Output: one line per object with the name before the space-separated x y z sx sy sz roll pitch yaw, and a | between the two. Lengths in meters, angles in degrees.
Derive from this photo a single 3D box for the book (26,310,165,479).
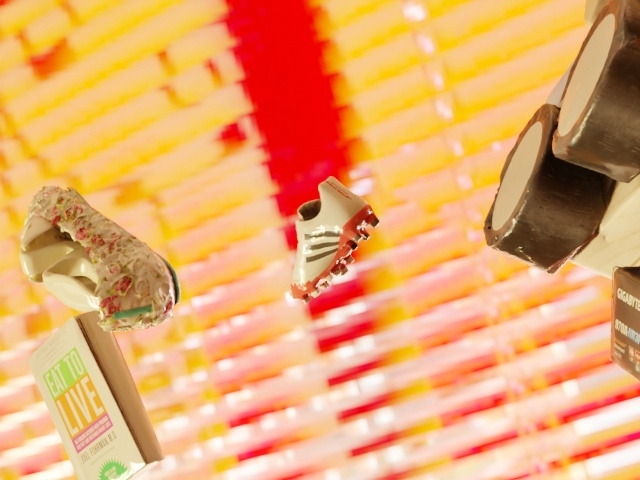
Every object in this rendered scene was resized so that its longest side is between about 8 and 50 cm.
book | -0.197 0.146 1.600 0.035 0.144 0.096 -12 -20 -47

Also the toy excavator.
toy excavator | 0.277 -0.145 1.305 0.222 0.445 0.433 22 -26 -4

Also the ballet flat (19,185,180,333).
ballet flat | -0.202 0.013 1.515 0.077 0.091 0.241 -23 26 -27

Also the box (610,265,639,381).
box | 0.244 0.052 0.810 0.175 0.051 0.220 -2 10 -9

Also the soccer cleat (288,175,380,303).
soccer cleat | 0.000 0.000 0.894 0.029 0.035 0.083 -37 -11 -35
